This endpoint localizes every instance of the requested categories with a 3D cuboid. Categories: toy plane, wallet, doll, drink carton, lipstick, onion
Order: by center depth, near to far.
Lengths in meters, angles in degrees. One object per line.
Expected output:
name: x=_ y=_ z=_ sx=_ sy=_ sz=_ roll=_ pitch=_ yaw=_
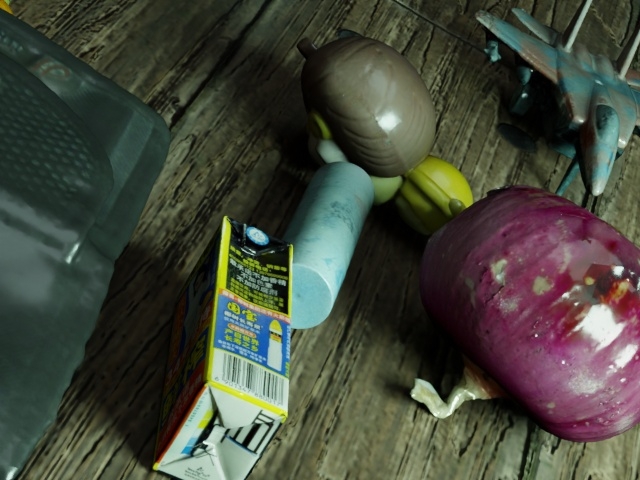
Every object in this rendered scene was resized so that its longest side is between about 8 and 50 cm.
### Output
wallet: x=-0.217 y=-0.035 z=1.038 sx=0.247 sy=0.041 sz=0.323 roll=30 pitch=41 yaw=-7
drink carton: x=-0.051 y=0.063 z=1.058 sx=0.056 sy=0.071 sz=0.165 roll=27 pitch=30 yaw=-15
onion: x=0.142 y=0.048 z=1.189 sx=0.177 sy=0.153 sz=0.177 roll=21 pitch=14 yaw=-5
lipstick: x=0.000 y=0.000 z=1.227 sx=0.048 sy=0.048 sz=0.158 roll=29 pitch=29 yaw=-3
doll: x=0.047 y=-0.065 z=1.318 sx=0.188 sy=0.096 sz=0.145 roll=54 pitch=3 yaw=27
toy plane: x=0.215 y=-0.100 z=1.531 sx=0.223 sy=0.104 sz=0.326 roll=27 pitch=33 yaw=-6

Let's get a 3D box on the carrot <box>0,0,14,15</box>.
carrot: x=-0.249 y=-0.085 z=1.131 sx=0.061 sy=0.061 sz=0.256 roll=31 pitch=40 yaw=-1
